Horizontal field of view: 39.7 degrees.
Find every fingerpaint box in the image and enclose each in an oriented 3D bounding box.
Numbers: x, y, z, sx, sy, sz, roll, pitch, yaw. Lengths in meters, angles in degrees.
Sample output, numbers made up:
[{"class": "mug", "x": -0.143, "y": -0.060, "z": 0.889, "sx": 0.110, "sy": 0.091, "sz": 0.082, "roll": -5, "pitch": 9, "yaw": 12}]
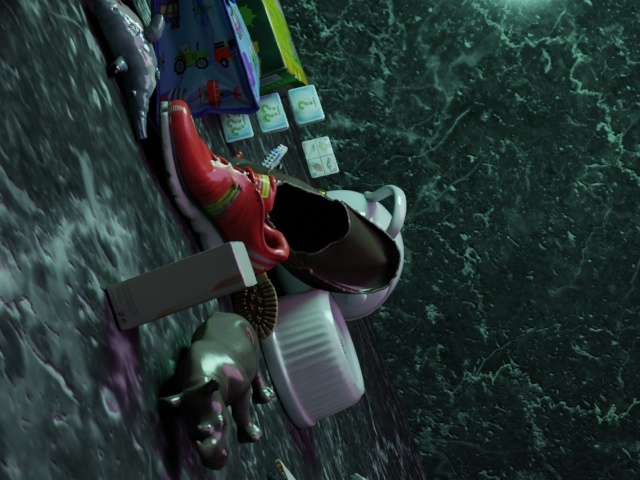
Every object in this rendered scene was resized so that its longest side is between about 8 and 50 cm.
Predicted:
[{"class": "fingerpaint box", "x": -0.172, "y": -0.438, "z": 1.600, "sx": 0.445, "sy": 0.163, "sz": 0.371, "roll": -60, "pitch": 131, "yaw": -83}]

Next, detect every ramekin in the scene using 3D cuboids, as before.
[{"class": "ramekin", "x": -0.011, "y": 0.171, "z": 1.346, "sx": 0.207, "sy": 0.109, "sz": 0.207, "roll": -20, "pitch": 90, "yaw": -84}]

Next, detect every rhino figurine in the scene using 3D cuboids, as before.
[{"class": "rhino figurine", "x": -0.098, "y": 0.140, "z": 0.834, "sx": 0.243, "sy": 0.073, "sz": 0.106, "roll": -77, "pitch": 151, "yaw": -77}]

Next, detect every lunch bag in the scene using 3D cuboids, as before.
[{"class": "lunch bag", "x": -0.168, "y": -0.325, "z": 1.142, "sx": 0.221, "sy": 0.138, "sz": 0.293, "roll": -98, "pitch": 179, "yaw": -64}]

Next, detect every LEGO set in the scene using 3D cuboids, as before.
[{"class": "LEGO set", "x": -0.069, "y": -0.161, "z": 1.529, "sx": 0.060, "sy": 0.182, "sz": 0.244, "roll": 89, "pitch": -14, "yaw": -64}]

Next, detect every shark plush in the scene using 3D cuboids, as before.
[{"class": "shark plush", "x": -0.225, "y": -0.194, "z": 1.010, "sx": 0.067, "sy": 0.073, "sz": 0.161, "roll": -7, "pitch": 98, "yaw": -64}]

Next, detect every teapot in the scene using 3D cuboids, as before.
[{"class": "teapot", "x": 0.045, "y": 0.044, "z": 1.546, "sx": 0.187, "sy": 0.252, "sz": 0.256, "roll": -114, "pitch": -175, "yaw": -57}]

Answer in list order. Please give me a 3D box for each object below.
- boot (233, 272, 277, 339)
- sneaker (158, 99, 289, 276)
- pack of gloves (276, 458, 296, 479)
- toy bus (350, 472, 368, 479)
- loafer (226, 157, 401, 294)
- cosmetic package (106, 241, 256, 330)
[{"class": "boot", "x": -0.087, "y": 0.078, "z": 1.222, "sx": 0.084, "sy": 0.059, "sz": 0.158, "roll": 71, "pitch": 2, "yaw": -54}, {"class": "sneaker", "x": -0.117, "y": -0.069, "z": 1.110, "sx": 0.107, "sy": 0.118, "sz": 0.279, "roll": -103, "pitch": 172, "yaw": -51}, {"class": "pack of gloves", "x": -0.004, "y": 0.397, "z": 1.094, "sx": 0.195, "sy": 0.046, "sz": 0.232, "roll": 61, "pitch": -3, "yaw": 33}, {"class": "toy bus", "x": 0.071, "y": 0.439, "z": 1.245, "sx": 0.202, "sy": 0.104, "sz": 0.191, "roll": 40, "pitch": -26, "yaw": 0}, {"class": "loafer", "x": 0.000, "y": 0.000, "z": 1.299, "sx": 0.366, "sy": 0.134, "sz": 0.130, "roll": 24, "pitch": -5, "yaw": -40}, {"class": "cosmetic package", "x": -0.118, "y": 0.039, "z": 0.765, "sx": 0.060, "sy": 0.115, "sz": 0.041, "roll": -1, "pitch": 71, "yaw": -83}]
